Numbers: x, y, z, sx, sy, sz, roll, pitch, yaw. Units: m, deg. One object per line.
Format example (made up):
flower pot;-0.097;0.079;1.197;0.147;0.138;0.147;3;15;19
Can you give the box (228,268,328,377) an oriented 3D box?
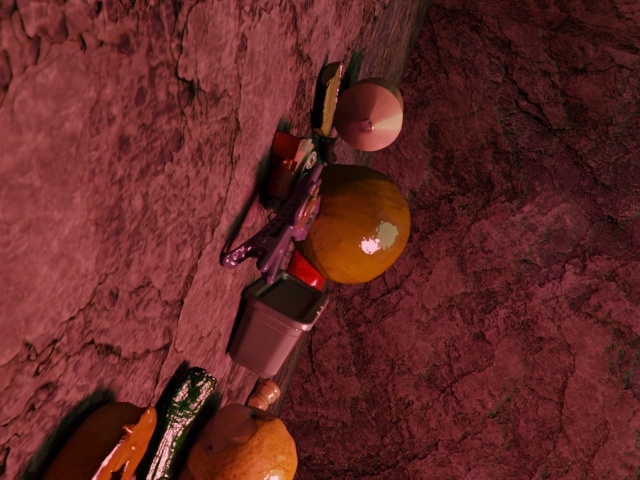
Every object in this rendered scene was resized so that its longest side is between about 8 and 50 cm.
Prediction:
box;-0.111;0.210;1.213;0.182;0.175;0.312;-62;174;12

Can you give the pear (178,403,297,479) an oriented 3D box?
pear;-0.193;0.524;1.096;0.271;0.271;0.271;20;90;-82

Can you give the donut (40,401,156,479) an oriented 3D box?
donut;-0.272;0.276;0.571;0.178;0.065;0.162;-63;174;-51

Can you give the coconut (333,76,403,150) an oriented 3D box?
coconut;0.143;-0.366;1.375;0.222;0.202;0.202;-62;169;-57

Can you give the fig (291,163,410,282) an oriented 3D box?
fig;0.065;-0.048;1.246;0.343;0.343;0.343;20;90;-82

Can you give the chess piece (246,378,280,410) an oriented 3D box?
chess piece;-0.229;0.581;1.641;0.200;0.090;0.090;-44;155;-49

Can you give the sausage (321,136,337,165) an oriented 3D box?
sausage;0.027;-0.260;1.381;0.177;0.047;0.040;60;35;-81

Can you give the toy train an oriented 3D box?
toy train;-0.070;-0.132;0.960;0.175;0.074;0.118;-67;164;13

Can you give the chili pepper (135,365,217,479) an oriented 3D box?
chili pepper;-0.257;0.326;0.813;0.224;0.061;0.098;-64;157;-24

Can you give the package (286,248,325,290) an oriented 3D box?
package;-0.001;0.001;1.576;0.196;0.123;0.423;-5;116;-84

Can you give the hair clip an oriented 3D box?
hair clip;-0.062;-0.026;0.902;0.278;0.090;0.137;-48;160;-25

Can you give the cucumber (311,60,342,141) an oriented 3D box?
cucumber;0.007;-0.315;1.124;0.220;0.046;0.070;99;15;-48
